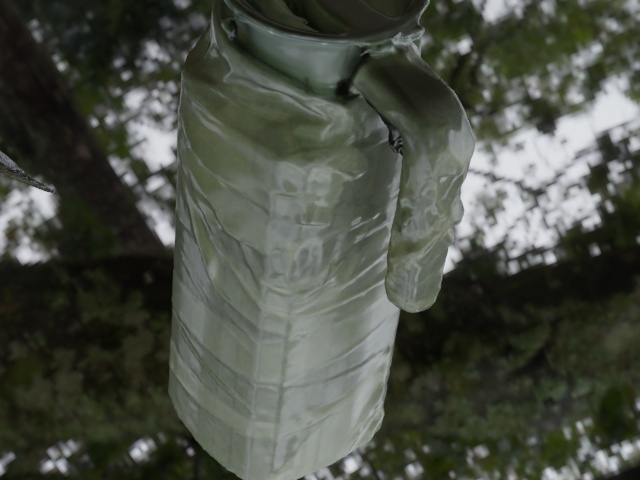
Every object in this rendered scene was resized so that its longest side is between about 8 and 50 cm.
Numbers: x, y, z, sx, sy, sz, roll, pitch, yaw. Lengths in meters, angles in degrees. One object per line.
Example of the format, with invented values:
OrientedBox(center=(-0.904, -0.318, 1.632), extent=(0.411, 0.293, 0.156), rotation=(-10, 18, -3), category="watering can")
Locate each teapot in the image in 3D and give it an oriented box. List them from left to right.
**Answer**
OrientedBox(center=(0.000, 0.000, 0.536), extent=(0.077, 0.200, 0.107), rotation=(-22, -130, -28), category="teapot")

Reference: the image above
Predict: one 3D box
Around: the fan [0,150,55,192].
OrientedBox(center=(-0.215, -0.068, 0.763), extent=(0.153, 0.226, 0.008), rotation=(24, -97, 7), category="fan")
